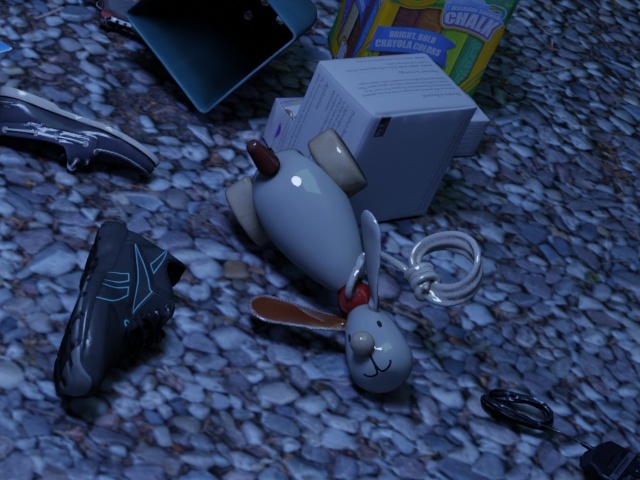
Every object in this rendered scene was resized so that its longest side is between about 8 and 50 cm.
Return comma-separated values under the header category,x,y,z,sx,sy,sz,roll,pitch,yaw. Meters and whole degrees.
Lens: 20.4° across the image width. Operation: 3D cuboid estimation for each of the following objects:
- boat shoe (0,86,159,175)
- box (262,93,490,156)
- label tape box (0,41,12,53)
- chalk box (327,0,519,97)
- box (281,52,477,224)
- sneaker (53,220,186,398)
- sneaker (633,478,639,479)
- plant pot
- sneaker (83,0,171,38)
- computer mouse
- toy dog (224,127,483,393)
category,x,y,z,sx,sy,sz,roll,pitch,yaw
boat shoe,-0.293,-0.112,2.099,0.206,0.075,0.065,23,76,-10
box,0.076,-0.148,2.348,0.324,0.067,0.063,-5,43,-35
label tape box,-0.537,-0.285,2.002,0.249,0.115,0.348,-20,35,-29
chalk box,0.149,-0.333,2.442,0.180,0.289,0.179,11,36,-18
box,0.066,-0.124,2.202,0.182,0.181,0.119,-9,46,-39
sneaker,-0.204,0.072,1.843,0.106,0.101,0.267,21,34,-8
sneaker,0.297,0.308,1.850,0.186,0.069,0.083,-19,82,-25
plant pot,-0.105,-0.297,2.325,0.165,0.165,0.234,52,22,-1
sneaker,-0.259,-0.292,2.368,0.065,0.061,0.158,-37,62,-23
computer mouse,0.282,0.236,1.977,0.242,0.041,0.071,30,35,21
toy dog,0.000,0.000,1.986,0.334,0.220,0.161,39,0,34
